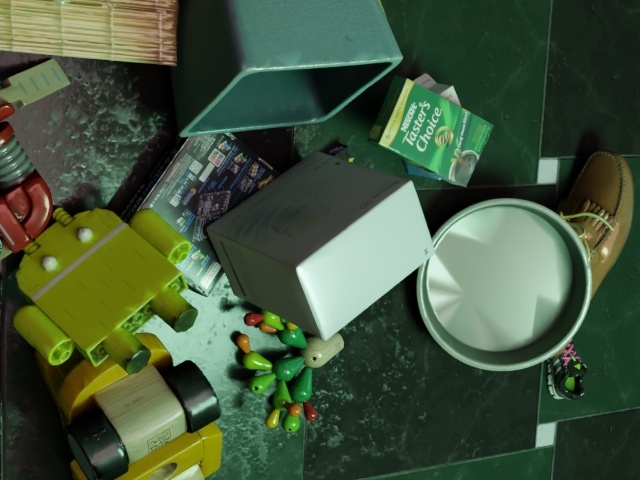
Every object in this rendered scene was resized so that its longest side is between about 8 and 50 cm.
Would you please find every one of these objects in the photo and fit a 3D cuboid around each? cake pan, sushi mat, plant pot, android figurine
[{"bbox_3d":[0.304,0.071,2.045,0.293,0.054,0.293,0,99,-1],"label":"cake pan"},{"bbox_3d":[-0.341,-0.321,1.623,0.317,0.019,0.151,3,101,-19],"label":"sushi mat"},{"bbox_3d":[-0.076,-0.311,1.694,0.247,0.248,0.252,-10,79,-29],"label":"plant pot"},{"bbox_3d":[-0.297,0.056,1.643,0.248,0.273,0.056,-40,152,-18],"label":"android figurine"}]

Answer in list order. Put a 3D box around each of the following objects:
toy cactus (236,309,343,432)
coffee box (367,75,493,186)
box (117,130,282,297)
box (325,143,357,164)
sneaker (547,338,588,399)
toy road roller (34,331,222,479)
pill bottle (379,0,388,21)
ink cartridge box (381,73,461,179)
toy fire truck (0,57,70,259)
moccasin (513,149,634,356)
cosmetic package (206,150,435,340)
[{"bbox_3d":[-0.035,0.190,1.917,0.180,0.112,0.219,-26,104,-35],"label":"toy cactus"},{"bbox_3d":[0.170,-0.165,1.882,0.184,0.040,0.113,25,90,-30],"label":"coffee box"},{"bbox_3d":[-0.177,-0.053,1.798,0.175,0.051,0.220,38,80,-31],"label":"box"},{"bbox_3d":[0.000,-0.061,1.916,0.162,0.029,0.116,-36,116,-19],"label":"box"},{"bbox_3d":[0.449,0.216,2.218,0.063,0.075,0.170,-17,108,-27],"label":"sneaker"},{"bbox_3d":[-0.282,0.247,1.744,0.202,0.240,0.329,-28,151,-23],"label":"toy road roller"},{"bbox_3d":[0.026,-0.380,1.818,0.103,0.103,0.184,-33,115,-21],"label":"pill bottle"},{"bbox_3d":[0.172,-0.185,1.957,0.092,0.090,0.143,-36,117,-20],"label":"ink cartridge box"},{"bbox_3d":[-0.413,-0.119,1.603,0.246,0.158,0.217,-34,116,-9],"label":"toy fire truck"},{"bbox_3d":[0.426,0.014,2.136,0.147,0.139,0.380,25,96,-41],"label":"moccasin"},{"bbox_3d":[0.000,0.000,1.761,0.224,0.225,0.138,-37,126,-25],"label":"cosmetic package"}]
